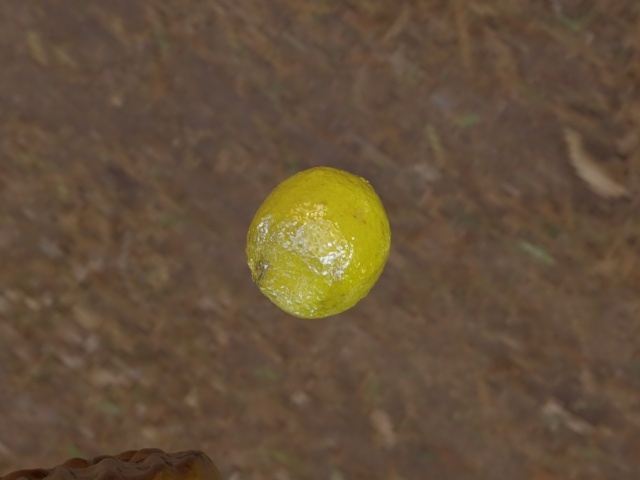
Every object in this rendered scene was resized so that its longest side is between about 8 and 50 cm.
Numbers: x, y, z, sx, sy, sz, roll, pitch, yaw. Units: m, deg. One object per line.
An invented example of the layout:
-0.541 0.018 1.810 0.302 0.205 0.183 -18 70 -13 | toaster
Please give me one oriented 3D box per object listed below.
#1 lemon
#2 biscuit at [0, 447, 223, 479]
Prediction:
0.000 0.000 1.412 0.109 0.133 0.109 32 152 20 | lemon
-0.113 0.080 0.425 0.188 0.188 0.027 -24 80 55 | biscuit
